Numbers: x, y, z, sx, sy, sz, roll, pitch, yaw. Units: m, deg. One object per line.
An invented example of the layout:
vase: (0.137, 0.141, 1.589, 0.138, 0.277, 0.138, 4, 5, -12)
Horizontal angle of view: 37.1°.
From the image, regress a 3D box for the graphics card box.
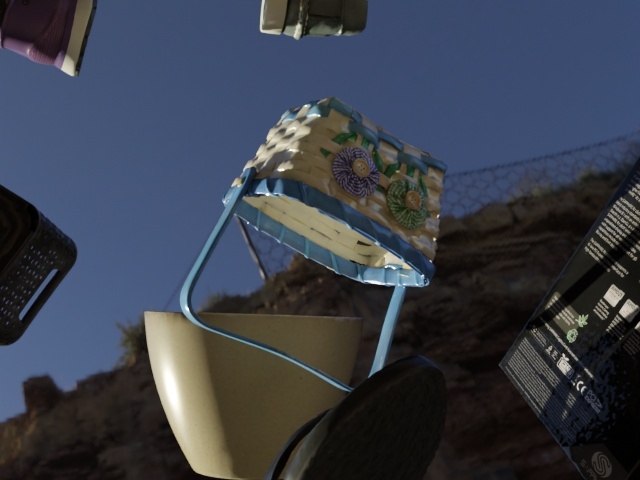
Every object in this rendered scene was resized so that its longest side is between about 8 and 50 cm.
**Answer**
graphics card box: (0.346, 0.053, 0.919, 0.094, 0.233, 0.371, 21, -71, -28)

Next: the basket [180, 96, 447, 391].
basket: (0.000, 0.000, 1.077, 0.254, 0.201, 0.289, 26, -100, -26)

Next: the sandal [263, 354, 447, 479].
sandal: (-0.013, 0.288, 0.996, 0.167, 0.107, 0.446, 3, -59, -40)

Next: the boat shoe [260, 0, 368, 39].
boat shoe: (0.009, -0.325, 0.892, 0.099, 0.320, 0.116, 9, -24, -5)

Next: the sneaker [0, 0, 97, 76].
sneaker: (-0.313, -0.283, 1.057, 0.124, 0.283, 0.107, 13, -64, -18)

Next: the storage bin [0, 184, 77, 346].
storage bin: (-0.335, 0.001, 0.883, 0.122, 0.180, 0.084, -56, -21, -12)

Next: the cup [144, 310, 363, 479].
cup: (-0.105, 0.229, 1.437, 0.331, 0.331, 0.237, 5, -95, -24)
